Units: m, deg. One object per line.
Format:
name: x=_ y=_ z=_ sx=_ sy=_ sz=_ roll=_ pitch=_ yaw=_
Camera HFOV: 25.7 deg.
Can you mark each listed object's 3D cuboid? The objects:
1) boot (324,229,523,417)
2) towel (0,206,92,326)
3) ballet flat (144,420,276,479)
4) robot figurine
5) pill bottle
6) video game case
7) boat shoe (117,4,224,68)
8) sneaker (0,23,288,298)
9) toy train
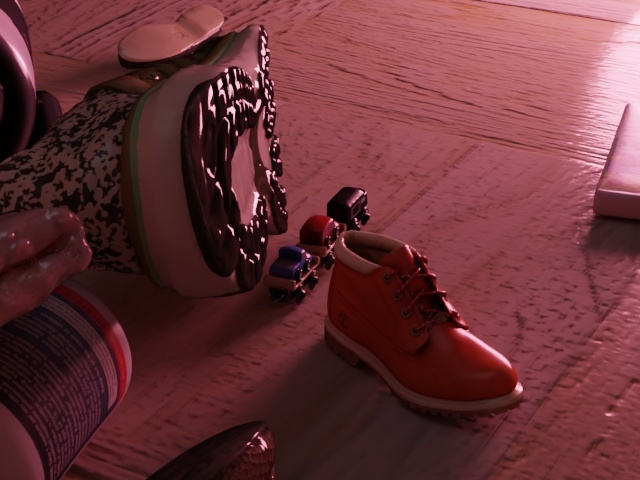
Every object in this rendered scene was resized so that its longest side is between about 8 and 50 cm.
boot: x=0.060 y=0.050 z=0.861 sx=0.059 sy=0.084 sz=0.158 roll=-22 pitch=36 yaw=-38
towel: x=-0.321 y=0.077 z=0.685 sx=0.332 sy=0.053 sz=0.317 roll=-8 pitch=19 yaw=41
ballet flat: x=-0.079 y=0.165 z=0.683 sx=0.084 sy=0.058 sz=0.250 roll=-29 pitch=10 yaw=27
robot figurine: x=-0.318 y=-0.133 z=1.131 sx=0.174 sy=0.209 sz=0.278 roll=-21 pitch=30 yaw=-3
pill bottle: x=-0.182 y=0.100 z=0.742 sx=0.108 sy=0.108 sz=0.180 roll=7 pitch=28 yaw=15
video game case: x=0.337 y=-0.055 z=1.120 sx=0.212 sy=0.023 sz=0.193 roll=9 pitch=29 yaw=16
boat shoe: x=-0.148 y=-0.191 z=1.375 sx=0.049 sy=0.042 sz=0.133 roll=41 pitch=43 yaw=17
sneaker: x=-0.122 y=-0.060 z=0.933 sx=0.182 sy=0.158 sz=0.410 roll=-4 pitch=8 yaw=4
toy train: x=0.000 y=0.000 z=1.007 sx=0.027 sy=0.036 sz=0.158 roll=10 pitch=30 yaw=20
